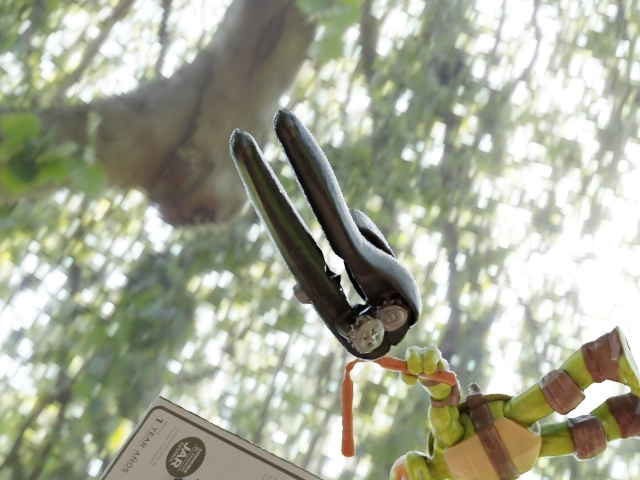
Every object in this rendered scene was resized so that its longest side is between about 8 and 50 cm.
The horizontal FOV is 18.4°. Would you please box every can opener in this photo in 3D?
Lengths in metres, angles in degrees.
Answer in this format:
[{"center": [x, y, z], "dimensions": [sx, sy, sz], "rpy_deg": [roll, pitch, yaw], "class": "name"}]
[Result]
[{"center": [0.000, 0.000, 1.053], "dimensions": [0.059, 0.073, 0.186], "rpy_deg": [-36, -44, 2], "class": "can opener"}]

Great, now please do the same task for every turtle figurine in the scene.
[{"center": [0.142, 0.156, 1.458], "dimensions": [0.217, 0.087, 0.269], "rpy_deg": [-22, -64, 7], "class": "turtle figurine"}]

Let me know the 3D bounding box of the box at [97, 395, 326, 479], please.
[{"center": [-0.028, 0.230, 1.206], "dimensions": [0.290, 0.169, 0.087], "rpy_deg": [21, -21, 37], "class": "box"}]
